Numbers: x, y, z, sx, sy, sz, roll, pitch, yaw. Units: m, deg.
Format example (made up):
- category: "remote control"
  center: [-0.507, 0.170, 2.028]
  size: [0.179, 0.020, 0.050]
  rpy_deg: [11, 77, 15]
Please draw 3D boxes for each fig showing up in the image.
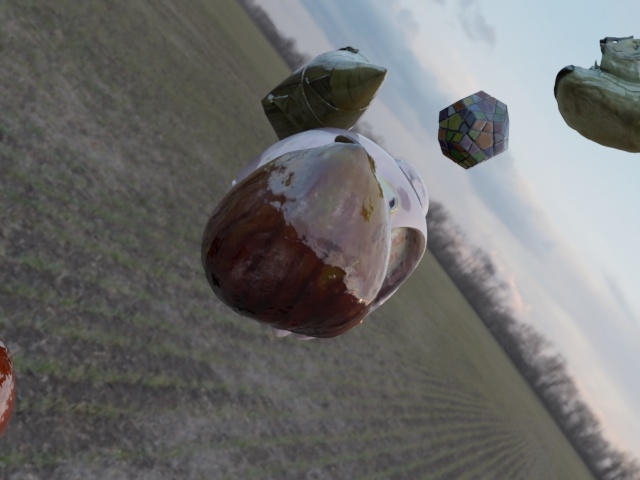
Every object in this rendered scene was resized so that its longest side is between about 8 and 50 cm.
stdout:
- category: "fig"
  center: [-0.026, 0.004, 1.017]
  size: [0.223, 0.263, 0.224]
  rpy_deg: [16, 46, -17]

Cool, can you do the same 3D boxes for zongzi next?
- category: "zongzi"
  center: [0.072, -0.293, 1.516]
  size: [0.145, 0.300, 0.274]
  rpy_deg: [56, 46, -14]

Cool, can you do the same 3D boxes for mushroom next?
- category: "mushroom"
  center: [0.542, -0.228, 1.424]
  size: [0.190, 0.266, 0.164]
  rpy_deg: [93, -10, -53]

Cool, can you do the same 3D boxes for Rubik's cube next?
- category: "Rubik's cube"
  center: [0.215, -0.154, 1.186]
  size: [0.111, 0.111, 0.093]
  rpy_deg: [-8, 73, -84]

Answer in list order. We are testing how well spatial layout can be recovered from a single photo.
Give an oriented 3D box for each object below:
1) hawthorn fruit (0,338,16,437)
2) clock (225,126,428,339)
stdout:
- category: "hawthorn fruit"
  center: [-0.346, 0.153, 0.716]
  size: [0.163, 0.162, 0.203]
  rpy_deg: [51, 11, -27]
- category: "clock"
  center: [0.000, 0.000, 1.417]
  size: [0.251, 0.368, 0.377]
  rpy_deg: [55, -14, 28]
